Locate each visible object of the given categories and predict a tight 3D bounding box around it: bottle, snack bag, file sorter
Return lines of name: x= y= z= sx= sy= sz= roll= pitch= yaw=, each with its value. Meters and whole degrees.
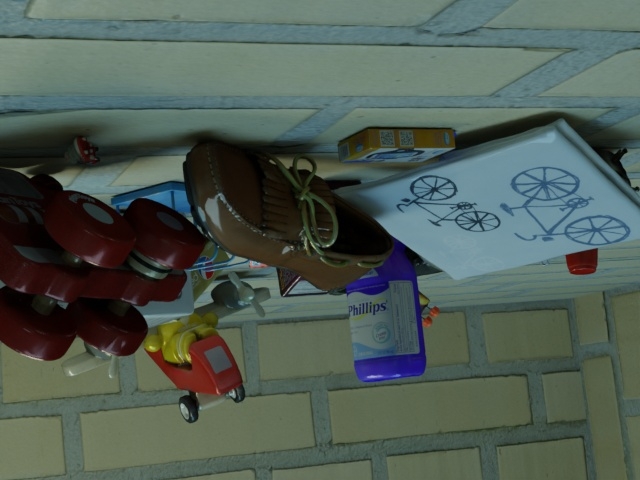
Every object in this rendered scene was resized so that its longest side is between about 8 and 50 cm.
bottle: x=0.098 y=0.079 z=2.026 sx=0.092 sy=0.282 sz=0.118 roll=2 pitch=170 yaw=-44
snack bag: x=0.242 y=-0.042 z=1.722 sx=0.343 sy=0.037 sz=0.323 roll=-16 pitch=148 yaw=34
file sorter: x=-0.188 y=-0.015 z=1.798 sx=0.118 sy=0.104 sz=0.170 roll=-11 pitch=171 yaw=37

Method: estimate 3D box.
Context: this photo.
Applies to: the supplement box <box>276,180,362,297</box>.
supplement box: x=0.000 y=0.000 z=1.884 sx=0.081 sy=0.104 sz=0.188 roll=-1 pitch=156 yaw=-25

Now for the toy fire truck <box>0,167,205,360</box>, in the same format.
toy fire truck: x=-0.299 y=-0.005 z=1.476 sx=0.169 sy=0.254 sz=0.302 roll=-56 pitch=153 yaw=16

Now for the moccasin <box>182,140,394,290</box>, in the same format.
moccasin: x=-0.032 y=-0.031 z=1.581 sx=0.147 sy=0.139 sz=0.380 roll=-22 pitch=147 yaw=26

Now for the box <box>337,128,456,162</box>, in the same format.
box: x=0.099 y=-0.115 z=1.565 sx=0.136 sy=0.028 sz=0.081 roll=0 pitch=171 yaw=-27

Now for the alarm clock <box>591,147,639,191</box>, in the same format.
alarm clock: x=0.347 y=-0.066 z=1.799 sx=0.192 sy=0.064 sz=0.129 roll=-26 pitch=144 yaw=7

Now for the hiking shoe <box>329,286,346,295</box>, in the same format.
hiking shoe: x=0.051 y=0.064 z=2.602 sx=0.114 sy=0.086 sz=0.227 roll=-9 pitch=172 yaw=31

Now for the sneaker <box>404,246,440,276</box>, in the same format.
sneaker: x=0.190 y=0.014 z=2.322 sx=0.296 sy=0.104 sz=0.147 roll=-8 pitch=173 yaw=-34

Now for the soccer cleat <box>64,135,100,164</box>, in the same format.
soccer cleat: x=-0.269 y=-0.097 z=1.423 sx=0.036 sy=0.029 sz=0.083 roll=-10 pitch=177 yaw=0

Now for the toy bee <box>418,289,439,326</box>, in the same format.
toy bee: x=0.165 y=0.123 z=2.670 sx=0.195 sy=0.162 sz=0.298 roll=-54 pitch=180 yaw=26

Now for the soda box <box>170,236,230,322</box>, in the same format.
soda box: x=-0.230 y=0.067 z=2.176 sx=0.061 sy=0.058 sz=0.181 roll=-12 pitch=-153 yaw=38

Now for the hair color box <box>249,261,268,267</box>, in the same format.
hair color box: x=-0.053 y=0.003 z=2.112 sx=0.141 sy=0.072 sz=0.043 roll=-5 pitch=132 yaw=-13

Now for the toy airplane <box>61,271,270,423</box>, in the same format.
toy airplane: x=-0.322 y=0.185 z=2.764 sx=0.384 sy=0.272 sz=0.386 roll=3 pitch=-150 yaw=10

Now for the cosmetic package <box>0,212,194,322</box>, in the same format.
cosmetic package: x=-0.441 y=0.057 z=1.911 sx=0.453 sy=0.161 sz=0.230 roll=-2 pitch=172 yaw=-26

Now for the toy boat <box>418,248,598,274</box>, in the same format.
toy boat: x=0.295 y=-0.032 z=1.981 sx=0.318 sy=0.148 sz=0.267 roll=6 pitch=163 yaw=-24
